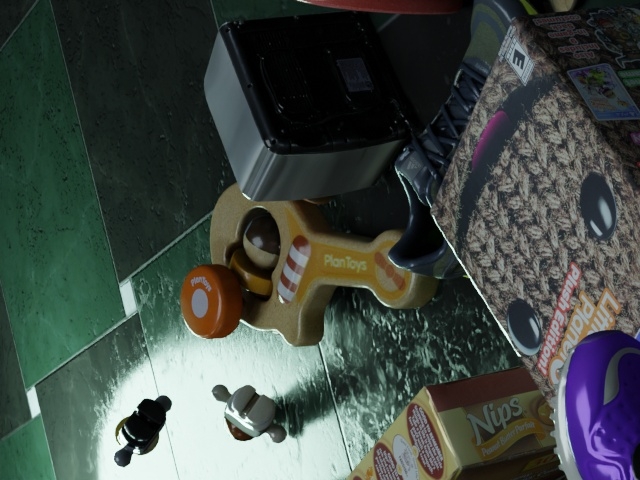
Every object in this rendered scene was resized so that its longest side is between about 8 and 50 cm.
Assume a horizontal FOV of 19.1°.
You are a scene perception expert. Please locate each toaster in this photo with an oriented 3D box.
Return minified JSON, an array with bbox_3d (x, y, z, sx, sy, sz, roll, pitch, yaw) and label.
[{"bbox_3d":[-0.010,-0.133,1.925,0.185,0.168,0.110,68,152,25],"label":"toaster"}]

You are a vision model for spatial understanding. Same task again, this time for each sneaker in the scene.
[{"bbox_3d":[0.136,-0.086,1.709,0.111,0.121,0.300,42,133,50],"label":"sneaker"},{"bbox_3d":[0.263,0.197,1.321,0.146,0.102,0.293,-20,86,57],"label":"sneaker"}]

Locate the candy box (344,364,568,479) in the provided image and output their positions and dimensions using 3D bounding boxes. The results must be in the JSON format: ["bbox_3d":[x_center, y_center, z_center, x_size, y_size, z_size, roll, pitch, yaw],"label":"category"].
[{"bbox_3d":[0.126,0.222,1.755,0.087,0.183,0.316,67,149,22],"label":"candy box"}]

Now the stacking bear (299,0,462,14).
[{"bbox_3d":[0.046,-0.369,1.769,0.175,0.164,0.289,32,122,55],"label":"stacking bear"}]

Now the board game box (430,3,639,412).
[{"bbox_3d":[0.240,-0.006,1.517,0.291,0.141,0.232,60,146,35],"label":"board game box"}]

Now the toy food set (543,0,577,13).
[{"bbox_3d":[0.220,-0.237,1.618,0.122,0.019,0.078,164,97,-70],"label":"toy food set"}]

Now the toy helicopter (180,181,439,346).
[{"bbox_3d":[0.000,0.000,2.028,0.355,0.140,0.235,7,95,50],"label":"toy helicopter"}]

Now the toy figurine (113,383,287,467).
[{"bbox_3d":[-0.137,0.279,2.247,0.148,0.213,0.209,116,142,-71],"label":"toy figurine"}]
